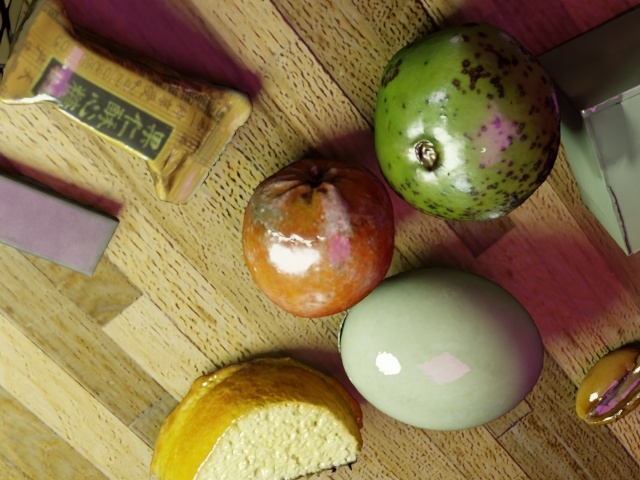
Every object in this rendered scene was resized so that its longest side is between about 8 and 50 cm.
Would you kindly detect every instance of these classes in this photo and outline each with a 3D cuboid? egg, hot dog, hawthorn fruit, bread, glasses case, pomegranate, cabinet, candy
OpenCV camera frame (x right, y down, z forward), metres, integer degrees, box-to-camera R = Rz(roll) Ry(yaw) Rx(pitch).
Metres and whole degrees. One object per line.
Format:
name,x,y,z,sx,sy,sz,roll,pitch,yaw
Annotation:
egg,0.141,0.125,1.671,0.253,0.186,0.186,10,113,-21
hot dog,0.388,0.184,1.869,0.140,0.060,0.090,-41,127,1
hawthorn fruit,0.000,0.000,1.567,0.173,0.173,0.173,-9,120,-15
bread,-0.074,0.207,1.677,0.260,0.129,0.134,-16,114,-12
glasses case,-0.308,-0.027,1.514,0.190,0.042,0.072,23,101,-28
pomegranate,0.170,-0.131,1.561,0.248,0.214,0.214,-27,133,-51
cabinet,0.356,-0.123,1.634,0.145,0.150,0.206,-25,123,0
candy,-0.198,-0.139,1.463,0.271,0.101,0.143,27,100,-36

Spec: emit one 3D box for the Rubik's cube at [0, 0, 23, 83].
Rubik's cube,-0.409,-0.207,1.245,0.319,0.264,0.319,-9,122,-15
